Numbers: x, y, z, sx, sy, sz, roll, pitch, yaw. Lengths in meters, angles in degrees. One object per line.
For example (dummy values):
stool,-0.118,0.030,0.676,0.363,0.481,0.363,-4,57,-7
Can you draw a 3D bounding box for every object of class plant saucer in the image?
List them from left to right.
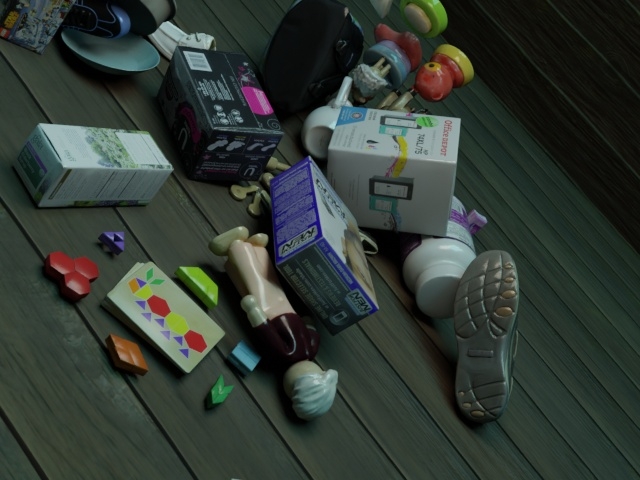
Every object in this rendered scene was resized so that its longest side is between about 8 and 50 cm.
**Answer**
plant saucer,-0.418,-0.372,1.706,0.195,0.037,0.195,18,32,-12

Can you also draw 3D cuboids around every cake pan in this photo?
cake pan,-0.429,-0.497,1.699,0.293,0.293,0.054,28,76,-27

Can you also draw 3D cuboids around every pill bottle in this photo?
pill bottle,0.266,0.033,1.949,0.169,0.169,0.301,32,31,-21

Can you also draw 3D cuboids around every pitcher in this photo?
pitcher,0.031,-0.293,2.073,0.125,0.177,0.207,16,28,6

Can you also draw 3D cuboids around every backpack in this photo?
backpack,-0.015,-0.473,2.159,0.273,0.290,0.355,35,18,18

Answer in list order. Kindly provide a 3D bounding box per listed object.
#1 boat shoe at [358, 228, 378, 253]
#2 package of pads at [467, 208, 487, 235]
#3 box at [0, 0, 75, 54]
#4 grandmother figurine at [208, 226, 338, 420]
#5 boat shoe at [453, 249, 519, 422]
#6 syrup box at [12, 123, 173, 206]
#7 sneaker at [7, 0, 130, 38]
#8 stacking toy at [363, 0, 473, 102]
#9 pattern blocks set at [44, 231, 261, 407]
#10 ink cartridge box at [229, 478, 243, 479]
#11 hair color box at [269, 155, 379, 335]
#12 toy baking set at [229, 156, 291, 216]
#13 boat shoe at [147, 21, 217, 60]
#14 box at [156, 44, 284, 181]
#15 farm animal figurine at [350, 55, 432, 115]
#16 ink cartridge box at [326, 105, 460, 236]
boat shoe,0.076,0.001,1.876,0.137,0.049,0.043,15,42,-50
package of pads,0.402,-0.041,2.312,0.050,0.083,0.032,32,25,-28
box,-0.517,-0.410,1.554,0.094,0.137,0.027,19,37,-40
grandmother figurine,-0.068,0.143,1.450,0.208,0.104,0.342,10,46,-51
boat shoe,0.342,0.198,1.778,0.130,0.132,0.355,40,58,-66
syrup box,-0.367,-0.120,1.406,0.237,0.096,0.093,-6,54,-55
sneaker,-0.486,-0.438,1.654,0.232,0.081,0.090,21,34,8
stacking toy,0.206,-0.483,2.164,0.309,0.130,0.279,23,-30,45
pattern blocks set,-0.243,0.116,1.326,0.325,0.026,0.285,48,29,6
ink cartridge box,-0.045,0.399,1.169,0.209,0.062,0.109,22,34,-36
hair color box,0.000,0.000,1.604,0.185,0.110,0.339,53,15,-27
toy baking set,-0.107,-0.108,1.803,0.256,0.030,0.196,14,46,-33
boat shoe,-0.271,-0.426,1.936,0.277,0.096,0.098,39,29,-10
box,-0.207,-0.250,1.717,0.163,0.142,0.247,-1,49,-34
farm animal figurine,0.173,-0.286,2.237,0.330,0.172,0.327,47,-8,-2
ink cartridge box,0.161,-0.154,1.891,0.270,0.197,0.198,7,37,7
